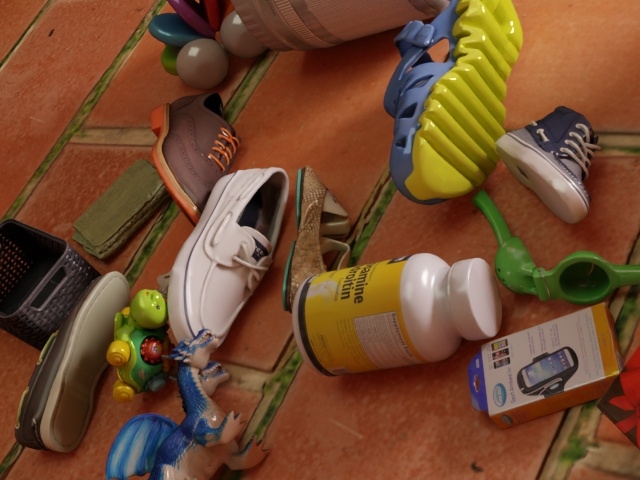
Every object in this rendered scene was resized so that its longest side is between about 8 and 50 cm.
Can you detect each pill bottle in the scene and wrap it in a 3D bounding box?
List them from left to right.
[{"bbox_3d":[0.073,0.068,1.111,0.184,0.103,0.103,-13,46,30],"label":"pill bottle"}]

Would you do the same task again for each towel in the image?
[{"bbox_3d":[-0.261,-0.042,1.550,0.148,0.027,0.110,-48,38,-9],"label":"towel"}]

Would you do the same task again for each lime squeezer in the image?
[{"bbox_3d":[0.235,0.020,1.084,0.110,0.059,0.310,-24,26,-36],"label":"lime squeezer"}]

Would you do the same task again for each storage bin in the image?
[{"bbox_3d":[-0.374,0.056,1.501,0.180,0.084,0.122,18,65,46],"label":"storage bin"}]

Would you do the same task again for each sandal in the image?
[{"bbox_3d":[0.128,-0.155,1.282,0.138,0.126,0.317,-14,37,34],"label":"sandal"}]

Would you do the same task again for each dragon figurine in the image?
[{"bbox_3d":[-0.151,0.224,1.157,0.144,0.085,0.289,9,58,43],"label":"dragon figurine"}]

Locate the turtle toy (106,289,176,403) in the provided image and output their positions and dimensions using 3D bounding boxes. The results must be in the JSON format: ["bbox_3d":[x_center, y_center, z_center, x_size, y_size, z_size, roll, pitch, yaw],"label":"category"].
[{"bbox_3d":[-0.193,0.112,1.281,0.066,0.130,0.095,-1,29,2],"label":"turtle toy"}]

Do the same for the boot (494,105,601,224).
[{"bbox_3d":[0.237,-0.083,1.133,0.086,0.069,0.190,-33,25,3],"label":"boot"}]

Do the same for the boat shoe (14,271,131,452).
[{"bbox_3d":[-0.288,0.135,1.356,0.068,0.081,0.228,-3,53,32],"label":"boat shoe"}]

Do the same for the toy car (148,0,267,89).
[{"bbox_3d":[-0.162,-0.313,1.643,0.182,0.136,0.159,-34,39,7],"label":"toy car"}]

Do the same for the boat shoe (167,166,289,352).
[{"bbox_3d":[-0.097,0.013,1.310,0.084,0.095,0.258,-16,45,33],"label":"boat shoe"}]

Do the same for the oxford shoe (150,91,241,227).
[{"bbox_3d":[-0.151,-0.110,1.476,0.098,0.097,0.271,-27,40,7],"label":"oxford shoe"}]

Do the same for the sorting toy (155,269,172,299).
[{"bbox_3d":[-0.162,0.037,1.385,0.083,0.045,0.075,-48,32,-10],"label":"sorting toy"}]

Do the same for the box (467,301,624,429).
[{"bbox_3d":[0.197,0.113,1.031,0.136,0.028,0.081,-23,41,23],"label":"box"}]

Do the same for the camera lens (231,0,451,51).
[{"bbox_3d":[0.041,-0.365,1.462,0.274,0.219,0.219,-11,47,31],"label":"camera lens"}]

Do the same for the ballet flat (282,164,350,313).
[{"bbox_3d":[0.000,0.000,1.282,0.067,0.073,0.206,1,51,4],"label":"ballet flat"}]

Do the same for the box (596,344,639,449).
[{"bbox_3d":[0.348,0.127,0.816,0.201,0.057,0.293,-58,36,13],"label":"box"}]
